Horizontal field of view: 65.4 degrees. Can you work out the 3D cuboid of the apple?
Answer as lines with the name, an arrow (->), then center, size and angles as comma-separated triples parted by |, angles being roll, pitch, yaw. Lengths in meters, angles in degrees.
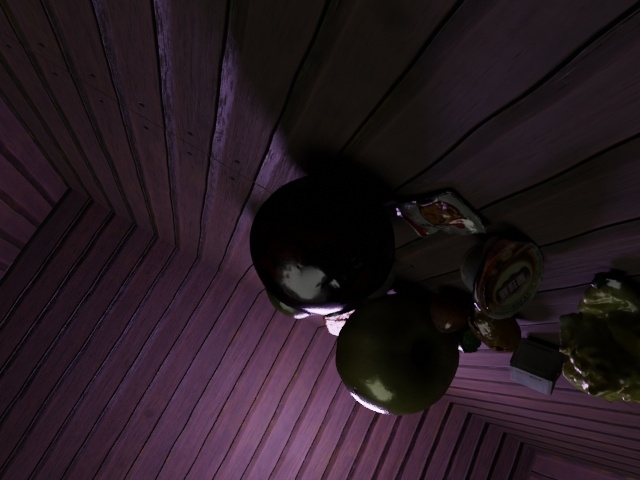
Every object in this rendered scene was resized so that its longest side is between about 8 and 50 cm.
apple -> 0.275, 0.423, 1.878 | 0.473, 0.473, 0.473 | 25, 162, 9

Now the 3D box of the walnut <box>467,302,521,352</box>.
walnut -> 0.558, 0.273, 1.597 | 0.245, 0.137, 0.137 | 48, 156, -22

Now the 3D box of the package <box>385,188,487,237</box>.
package -> 0.282, -0.059, 1.233 | 0.154, 0.030, 0.239 | 39, 161, -22

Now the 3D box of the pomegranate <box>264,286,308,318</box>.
pomegranate -> -0.122, 0.181, 2.128 | 0.291, 0.291, 0.323 | 39, 168, -31

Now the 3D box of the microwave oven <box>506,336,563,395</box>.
microwave oven -> 0.754, 0.435, 1.742 | 0.163, 0.129, 0.205 | 20, 161, 30

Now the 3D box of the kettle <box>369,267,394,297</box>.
kettle -> 0.113, 0.091, 1.736 | 0.240, 0.165, 0.255 | 62, 160, -7

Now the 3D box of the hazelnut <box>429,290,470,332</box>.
hazelnut -> 0.430, 0.241, 1.662 | 0.143, 0.143, 0.154 | 28, 176, 1

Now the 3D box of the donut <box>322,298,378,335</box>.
donut -> 0.149, 0.321, 2.198 | 0.303, 0.110, 0.303 | -1, 145, -1

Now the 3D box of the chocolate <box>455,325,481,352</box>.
chocolate -> 0.506, 0.380, 2.016 | 0.110, 0.110, 0.291 | 36, 163, -23

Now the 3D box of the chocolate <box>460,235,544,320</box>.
chocolate -> 0.410, 0.070, 1.205 | 0.221, 0.221, 0.147 | 41, 177, -35

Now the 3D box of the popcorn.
popcorn -> 0.688, 0.252, 1.149 | 0.293, 0.293, 0.237 | 17, 178, 31

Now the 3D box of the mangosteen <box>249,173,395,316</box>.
mangosteen -> 0.010, 0.019, 1.331 | 0.381, 0.381, 0.421 | 27, 174, 5
